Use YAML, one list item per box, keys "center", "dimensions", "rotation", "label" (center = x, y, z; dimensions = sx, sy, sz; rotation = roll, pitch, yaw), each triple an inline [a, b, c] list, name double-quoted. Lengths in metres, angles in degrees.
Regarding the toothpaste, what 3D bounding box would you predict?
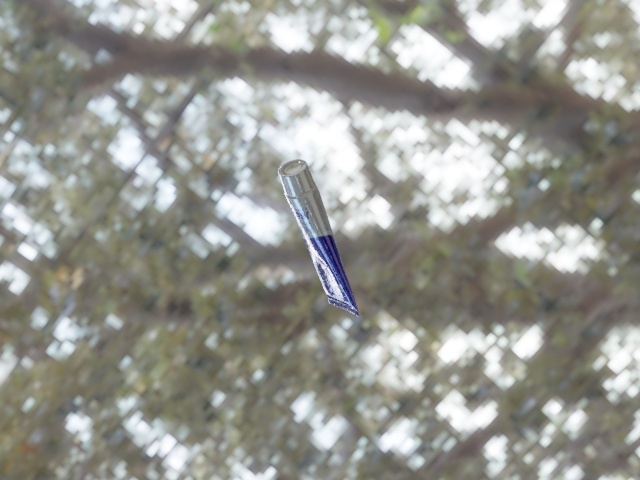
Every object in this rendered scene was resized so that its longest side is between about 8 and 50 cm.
- center: [0.000, 0.000, 0.914]
  dimensions: [0.015, 0.083, 0.024]
  rotation: [-36, -144, -25]
  label: "toothpaste"
